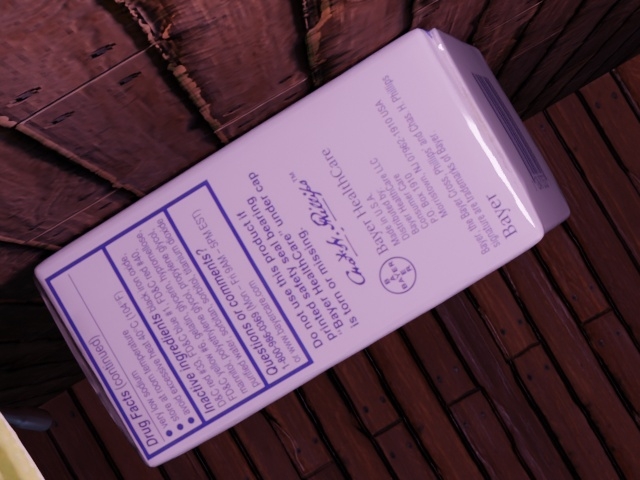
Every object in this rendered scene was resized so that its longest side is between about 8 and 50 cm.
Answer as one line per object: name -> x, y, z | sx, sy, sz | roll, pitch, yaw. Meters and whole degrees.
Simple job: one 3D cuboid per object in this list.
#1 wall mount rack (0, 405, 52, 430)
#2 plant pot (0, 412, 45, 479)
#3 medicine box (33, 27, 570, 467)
wall mount rack -> -0.364, 0.206, 1.441 | 0.350, 0.130, 0.304 | -30, -166, 27
plant pot -> -0.260, 0.167, 0.657 | 0.276, 0.276, 0.254 | -32, 167, 27
medicine box -> 0.000, 0.000, 1.274 | 0.289, 0.149, 0.263 | -30, 178, 11
